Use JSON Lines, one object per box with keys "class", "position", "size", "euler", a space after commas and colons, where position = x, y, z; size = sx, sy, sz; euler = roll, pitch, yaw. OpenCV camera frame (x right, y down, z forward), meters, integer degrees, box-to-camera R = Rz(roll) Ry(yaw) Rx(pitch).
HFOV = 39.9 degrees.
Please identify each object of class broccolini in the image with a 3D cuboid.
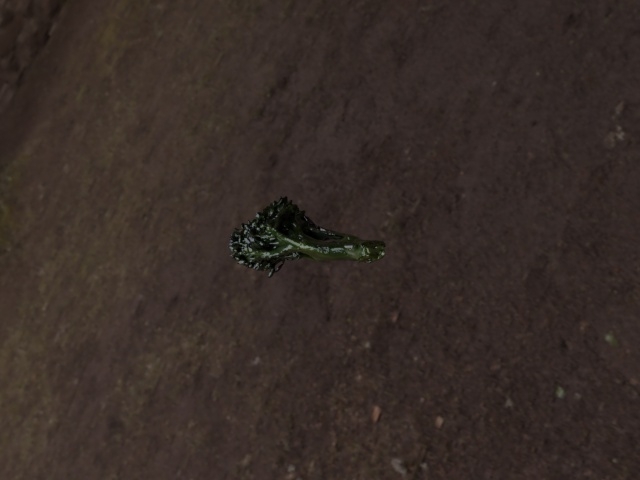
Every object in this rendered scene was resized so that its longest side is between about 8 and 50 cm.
{"class": "broccolini", "position": [-0.009, -0.008, 0.701], "size": [0.074, 0.058, 0.201], "euler": [-52, 18, -19]}
